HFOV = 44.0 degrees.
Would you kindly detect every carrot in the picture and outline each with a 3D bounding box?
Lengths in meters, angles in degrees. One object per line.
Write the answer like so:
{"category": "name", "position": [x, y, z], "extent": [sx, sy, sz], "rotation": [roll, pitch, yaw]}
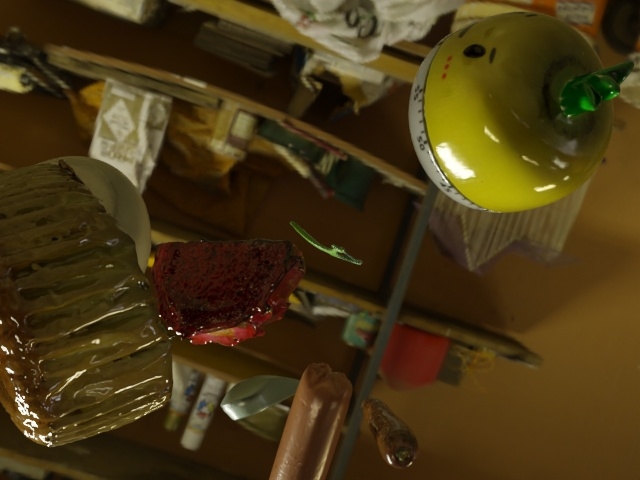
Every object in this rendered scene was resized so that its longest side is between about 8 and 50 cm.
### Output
{"category": "carrot", "position": [0.103, 0.289, 1.222], "extent": [0.059, 0.059, 0.248], "rotation": [18, -177, -10]}

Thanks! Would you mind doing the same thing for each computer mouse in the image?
{"category": "computer mouse", "position": [-0.128, 0.339, 1.773], "extent": [0.128, 0.079, 0.231], "rotation": [-22, 171, 28]}

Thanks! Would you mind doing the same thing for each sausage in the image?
{"category": "sausage", "position": [-0.021, 0.322, 1.226], "extent": [0.086, 0.289, 0.086], "rotation": [15, -160, -6]}

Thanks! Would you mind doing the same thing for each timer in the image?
{"category": "timer", "position": [0.275, -0.170, 1.005], "extent": [0.285, 0.285, 0.285], "rotation": [19, -176, -2]}

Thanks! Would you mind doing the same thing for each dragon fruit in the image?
{"category": "dragon fruit", "position": [-0.125, 0.073, 1.197], "extent": [0.262, 0.162, 0.189], "rotation": [-4, -179, 32]}

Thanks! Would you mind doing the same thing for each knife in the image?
{"category": "knife", "position": [-0.001, 0.002, 1.423], "extent": [0.166, 0.022, 0.078], "rotation": [28, 170, 40]}

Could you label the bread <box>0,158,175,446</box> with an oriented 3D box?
{"category": "bread", "position": [-0.234, 0.055, 0.692], "extent": [0.143, 0.227, 0.253], "rotation": [-17, -149, -25]}

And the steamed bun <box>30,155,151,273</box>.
{"category": "steamed bun", "position": [-0.328, 0.008, 1.058], "extent": [0.232, 0.231, 0.145], "rotation": [21, 166, 22]}
